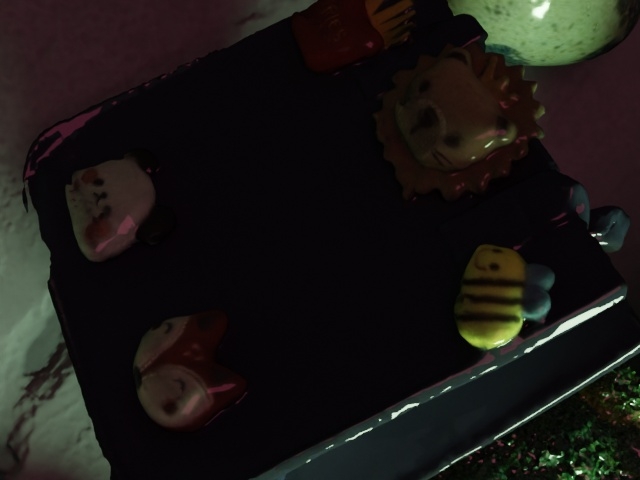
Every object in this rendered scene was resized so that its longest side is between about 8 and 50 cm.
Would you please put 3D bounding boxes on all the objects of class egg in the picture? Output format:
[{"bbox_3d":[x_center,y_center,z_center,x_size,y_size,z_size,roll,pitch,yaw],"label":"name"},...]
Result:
[{"bbox_3d":[0.142,-0.192,1.003,0.182,0.141,0.141,31,82,-13],"label":"egg"}]

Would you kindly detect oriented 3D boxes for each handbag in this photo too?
[{"bbox_3d":[0.000,0.000,0.871,0.329,0.122,0.303,-30,54,6],"label":"handbag"}]

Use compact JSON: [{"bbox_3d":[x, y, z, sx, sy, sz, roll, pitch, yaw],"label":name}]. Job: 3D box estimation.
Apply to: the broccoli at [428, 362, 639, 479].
[{"bbox_3d":[0.111,0.188,0.931,0.295,0.245,0.265,23,71,17],"label":"broccoli"}]
